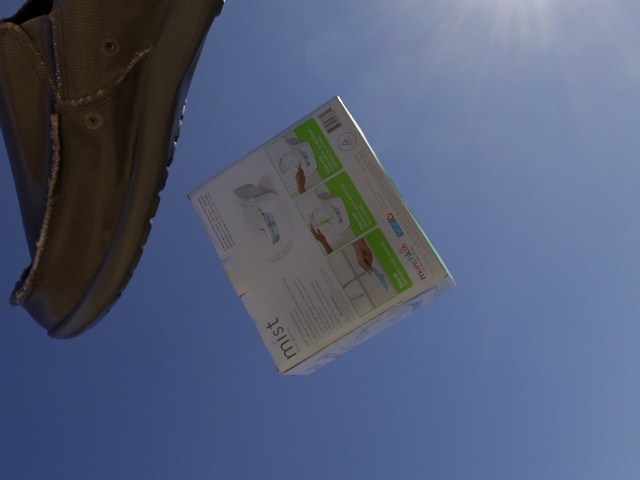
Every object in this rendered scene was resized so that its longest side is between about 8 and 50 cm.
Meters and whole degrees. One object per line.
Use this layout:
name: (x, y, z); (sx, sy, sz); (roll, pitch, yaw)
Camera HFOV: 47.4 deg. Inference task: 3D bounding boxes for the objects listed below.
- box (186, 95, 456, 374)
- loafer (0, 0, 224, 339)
box: (0.000, 0.000, 0.907); (0.231, 0.262, 0.127); (-33, -17, 8)
loafer: (-0.150, -0.103, 0.467); (0.130, 0.134, 0.366); (17, -68, -16)
